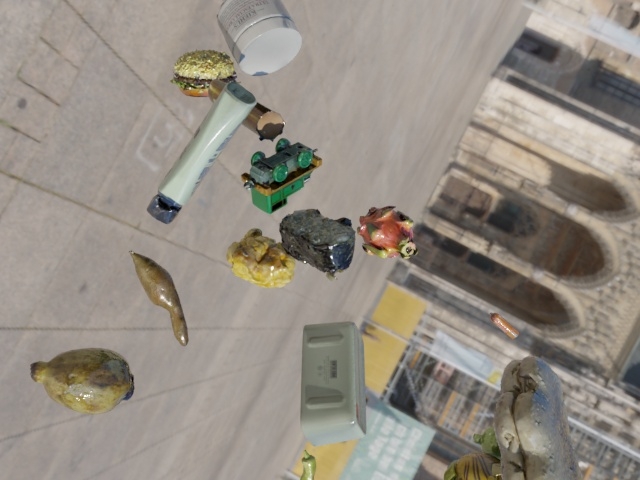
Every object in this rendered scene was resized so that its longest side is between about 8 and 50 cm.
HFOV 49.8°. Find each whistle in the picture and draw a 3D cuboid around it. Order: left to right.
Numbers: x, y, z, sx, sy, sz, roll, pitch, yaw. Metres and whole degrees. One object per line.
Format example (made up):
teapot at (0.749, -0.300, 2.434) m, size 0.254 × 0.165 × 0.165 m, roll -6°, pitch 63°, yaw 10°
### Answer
whistle at (0.516, 0.531, 1.784) m, size 0.288 × 0.131 × 0.106 m, roll -22°, pitch -132°, yaw 61°

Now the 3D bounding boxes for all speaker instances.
speaker at (0.046, 0.472, 2.326) m, size 0.183 × 0.184 × 0.406 m, roll 64°, pitch 21°, yaw -49°

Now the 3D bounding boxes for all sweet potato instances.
sweet potato at (-0.385, 0.134, 1.701) m, size 0.074 × 0.269 × 0.075 m, roll -28°, pitch -175°, yaw 3°

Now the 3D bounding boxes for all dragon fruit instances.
dragon fruit at (0.109, -0.010, 1.071) m, size 0.086 × 0.116 × 0.081 m, roll -48°, pitch 127°, yaw -16°

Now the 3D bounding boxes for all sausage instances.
sausage at (-0.214, -0.348, 1.792) m, size 0.082 × 0.371 × 0.082 m, roll -16°, pitch 123°, yaw -26°
sausage at (0.533, 0.245, 2.012) m, size 0.031 × 0.107 × 0.031 m, roll -47°, pitch -167°, yaw 14°

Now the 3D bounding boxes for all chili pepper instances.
chili pepper at (-0.047, 0.631, 1.754) m, size 0.049 × 0.043 × 0.208 m, roll 6°, pitch 102°, yaw -58°

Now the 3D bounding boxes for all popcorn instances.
popcorn at (-0.173, 0.058, 1.957) m, size 0.140 × 0.194 × 0.163 m, roll -65°, pitch -156°, yaw 23°

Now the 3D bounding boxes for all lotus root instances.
lotus root at (-0.494, 0.291, 1.438) m, size 0.138 × 0.214 × 0.138 m, roll -27°, pitch -123°, yaw 52°

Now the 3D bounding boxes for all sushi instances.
sushi at (0.000, 0.000, 1.726) m, size 0.147 × 0.212 × 0.115 m, roll -41°, pitch 135°, yaw -33°

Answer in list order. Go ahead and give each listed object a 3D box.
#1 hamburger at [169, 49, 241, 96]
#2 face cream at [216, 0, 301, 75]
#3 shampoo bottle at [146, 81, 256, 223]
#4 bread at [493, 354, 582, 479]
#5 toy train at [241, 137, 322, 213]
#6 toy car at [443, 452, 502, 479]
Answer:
hamburger at (-0.411, -0.597, 2.448) m, size 0.243 × 0.261 × 0.139 m, roll -16°, pitch 125°, yaw -28°
face cream at (-0.156, -0.531, 1.746) m, size 0.177 × 0.153 × 0.177 m, roll -25°, pitch 162°, yaw -9°
shampoo bottle at (-0.278, -0.188, 1.563) m, size 0.359 × 0.078 × 0.134 m, roll -51°, pitch -170°, yaw 22°
bread at (0.359, 0.355, 1.142) m, size 0.183 × 0.102 × 0.337 m, roll 29°, pitch 50°, yaw -54°
toy train at (-0.091, -0.150, 1.614) m, size 0.227 × 0.091 × 0.136 m, roll -32°, pitch 140°, yaw -36°
toy car at (0.426, 0.612, 1.671) m, size 0.200 × 0.248 × 0.142 m, roll 10°, pitch 120°, yaw -52°
